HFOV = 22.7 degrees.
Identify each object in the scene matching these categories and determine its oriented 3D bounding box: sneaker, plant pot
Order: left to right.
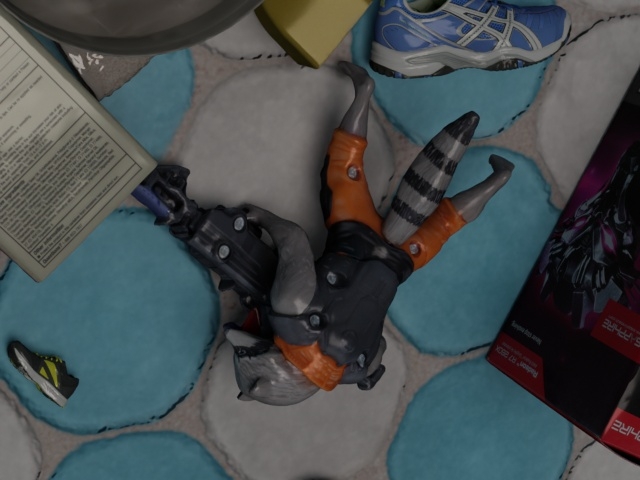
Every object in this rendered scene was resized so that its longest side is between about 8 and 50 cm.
[{"bbox_3d":[-0.258,0.118,1.486,0.035,0.031,0.083,-49,123,-18],"label":"sneaker"},{"bbox_3d":[-0.017,-0.216,1.459,0.083,0.081,0.081,40,88,-18],"label":"plant pot"},{"bbox_3d":[0.149,-0.208,1.530,0.211,0.080,0.081,-10,113,-22],"label":"sneaker"}]

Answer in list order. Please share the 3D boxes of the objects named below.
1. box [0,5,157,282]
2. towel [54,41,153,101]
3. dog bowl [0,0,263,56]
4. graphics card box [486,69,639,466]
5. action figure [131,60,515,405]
[{"bbox_3d":[-0.279,-0.102,1.351,0.148,0.127,0.232,-45,117,-5],"label":"box"},{"bbox_3d":[-0.193,-0.283,1.378,0.187,0.049,0.282,-37,117,-9],"label":"towel"},{"bbox_3d":[-0.164,-0.328,1.286,0.349,0.102,0.348,-9,108,-29],"label":"dog bowl"},{"bbox_3d":[0.332,0.015,1.591,0.094,0.233,0.371,27,95,-27],"label":"graphics card box"},{"bbox_3d":[0.000,0.000,1.481,0.341,0.178,0.330,32,82,-30],"label":"action figure"}]
